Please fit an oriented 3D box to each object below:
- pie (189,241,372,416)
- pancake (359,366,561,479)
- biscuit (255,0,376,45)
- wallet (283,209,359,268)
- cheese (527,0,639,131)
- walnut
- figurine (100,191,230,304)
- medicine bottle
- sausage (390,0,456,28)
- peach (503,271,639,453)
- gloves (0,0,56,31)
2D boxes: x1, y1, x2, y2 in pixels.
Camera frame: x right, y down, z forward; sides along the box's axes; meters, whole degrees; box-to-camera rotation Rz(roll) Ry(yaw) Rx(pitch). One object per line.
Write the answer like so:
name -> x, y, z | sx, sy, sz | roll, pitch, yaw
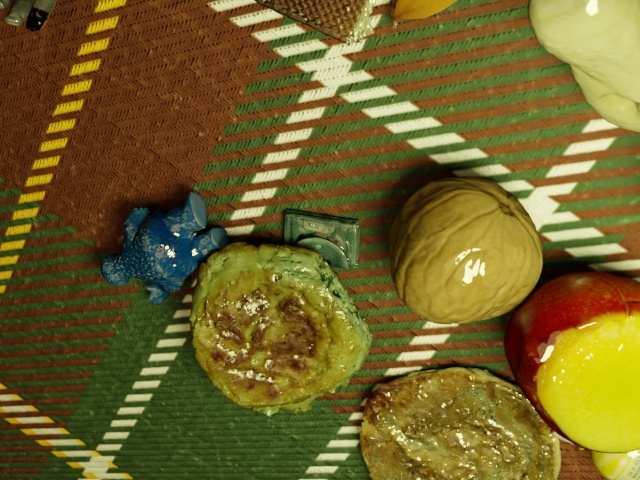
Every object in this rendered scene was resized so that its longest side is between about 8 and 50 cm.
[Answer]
pie -> -0.075, 0.160, 1.373 | 0.288, 0.103, 0.354 | -23, 113, 17
pancake -> 0.236, 0.365, 1.395 | 0.356, 0.065, 0.356 | 6, 111, 16
biscuit -> -0.028, -0.377, 1.156 | 0.252, 0.070, 0.106 | 27, 120, 6
wallet -> 0.000, 0.000, 1.336 | 0.129, 0.026, 0.088 | 9, 115, 16
cheese -> 0.396, -0.330, 0.981 | 0.130, 0.351, 0.328 | 9, 78, 44
walnut -> 0.202, 0.020, 1.163 | 0.228, 0.228, 0.228 | 7, 115, 16
figurine -> -0.286, 0.022, 1.392 | 0.262, 0.120, 0.164 | -36, 101, 31
medicine bottle -> 0.471, 0.318, 1.256 | 0.212, 0.122, 0.121 | 23, 118, 8
sausage -> 0.193, -0.399, 1.051 | 0.112, 0.112, 0.328 | 46, 120, -4
peach -> 0.379, 0.162, 1.147 | 0.275, 0.245, 0.248 | 30, 80, -29
gloves -> -0.454, -0.470, 1.242 | 0.142, 0.119, 0.285 | 5, 100, 17
